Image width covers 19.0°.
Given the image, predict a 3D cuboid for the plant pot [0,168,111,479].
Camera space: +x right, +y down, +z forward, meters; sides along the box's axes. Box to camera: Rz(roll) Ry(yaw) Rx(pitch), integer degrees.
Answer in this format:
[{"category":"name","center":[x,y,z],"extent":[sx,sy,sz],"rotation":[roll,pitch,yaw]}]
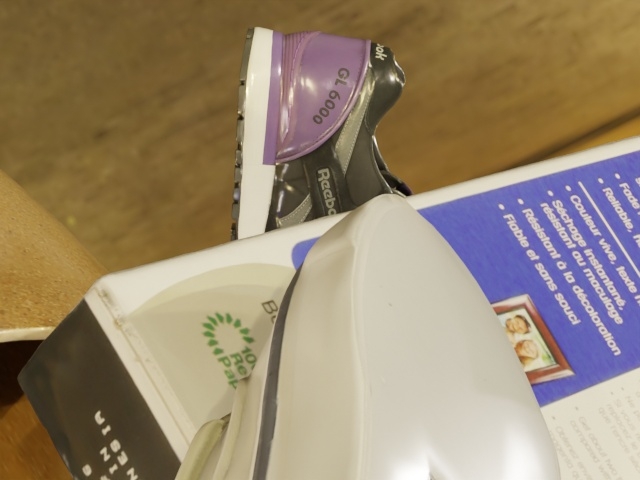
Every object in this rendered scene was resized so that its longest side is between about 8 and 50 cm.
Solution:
[{"category":"plant pot","center":[-0.193,0.037,0.747],"extent":[0.237,0.254,0.237],"rotation":[-21,141,-18]}]

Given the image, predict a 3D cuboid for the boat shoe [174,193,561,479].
[{"category":"boat shoe","center":[-0.002,0.080,0.437],"extent":[0.088,0.096,0.267],"rotation":[-29,-156,20]}]

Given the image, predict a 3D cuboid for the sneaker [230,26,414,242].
[{"category":"sneaker","center":[0.000,0.000,1.305],"extent":[0.124,0.283,0.107],"rotation":[4,-161,-1]}]

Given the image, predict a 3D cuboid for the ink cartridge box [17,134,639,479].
[{"category":"ink cartridge box","center":[0.094,0.060,0.636],"extent":[0.371,0.176,0.069],"rotation":[-16,158,-43]}]
